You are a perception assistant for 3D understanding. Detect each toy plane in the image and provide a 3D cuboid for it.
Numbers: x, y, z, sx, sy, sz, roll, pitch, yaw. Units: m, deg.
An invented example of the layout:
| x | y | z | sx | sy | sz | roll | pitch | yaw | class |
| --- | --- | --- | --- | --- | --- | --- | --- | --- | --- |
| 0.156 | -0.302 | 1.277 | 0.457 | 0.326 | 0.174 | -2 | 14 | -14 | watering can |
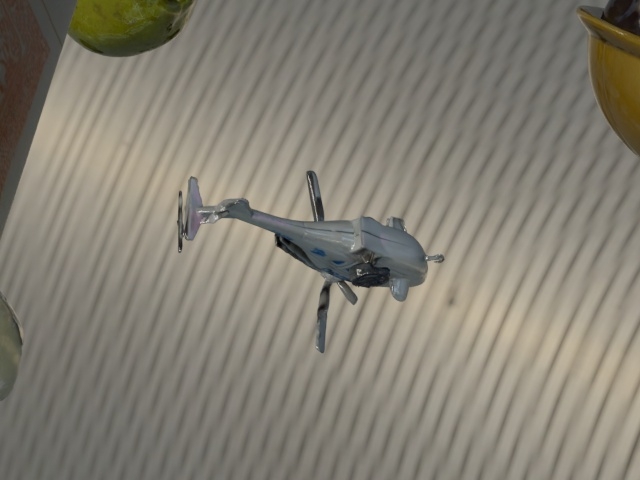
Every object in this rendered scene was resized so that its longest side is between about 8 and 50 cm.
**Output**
| x | y | z | sx | sy | sz | roll | pitch | yaw | class |
| --- | --- | --- | --- | --- | --- | --- | --- | --- | --- |
| -0.001 | -0.011 | 1.829 | 0.107 | 0.273 | 0.182 | -20 | 44 | 38 | toy plane |

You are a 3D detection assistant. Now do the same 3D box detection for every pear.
| x | y | z | sx | sy | sz | roll | pitch | yaw | class |
| --- | --- | --- | --- | --- | --- | --- | --- | --- | --- |
| -0.142 | -0.186 | 1.453 | 0.131 | 0.107 | 0.107 | 9 | 80 | 58 | pear |

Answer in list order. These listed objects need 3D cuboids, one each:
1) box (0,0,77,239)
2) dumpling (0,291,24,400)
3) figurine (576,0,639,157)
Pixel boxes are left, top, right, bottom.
| x | y | z | sx | sy | sz | roll | pitch | yaw | class |
| --- | --- | --- | --- | --- | --- | --- | --- | --- | --- |
| -0.185 | -0.122 | 0.924 | 0.051 | 0.204 | 0.365 | -3 | 49 | 16 | box |
| -0.444 | 0.129 | 2.153 | 0.187 | 0.243 | 0.318 | 58 | 152 | -9 | dumpling |
| 0.279 | -0.144 | 1.227 | 0.257 | 0.192 | 0.167 | -48 | 40 | 33 | figurine |
